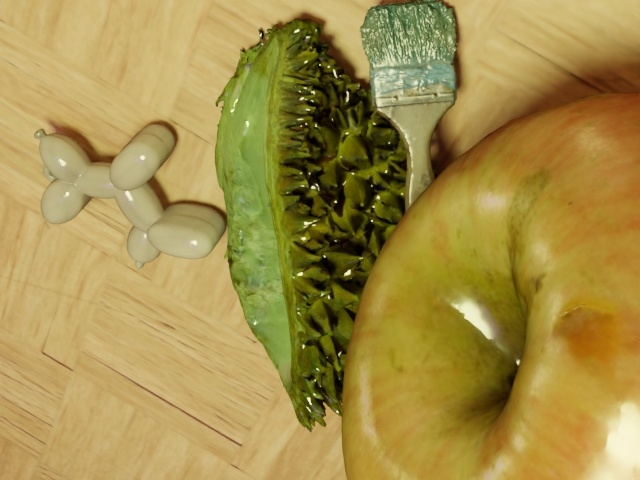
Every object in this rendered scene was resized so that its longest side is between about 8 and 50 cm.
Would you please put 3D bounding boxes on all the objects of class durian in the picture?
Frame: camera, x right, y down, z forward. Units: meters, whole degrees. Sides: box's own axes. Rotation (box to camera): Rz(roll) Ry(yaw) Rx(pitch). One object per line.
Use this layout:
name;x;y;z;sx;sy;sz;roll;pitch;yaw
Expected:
durian;0.010;-0.004;1.003;0.198;0.163;0.394;41;147;51

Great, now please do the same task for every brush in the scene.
brush;0.071;-0.077;0.885;0.070;0.021;0.196;-5;104;2

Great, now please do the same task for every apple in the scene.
apple;0.207;0.111;0.791;0.346;0.391;0.391;23;141;-29

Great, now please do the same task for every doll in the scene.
doll;-0.182;-0.042;1.073;0.160;0.059;0.161;-13;121;33
